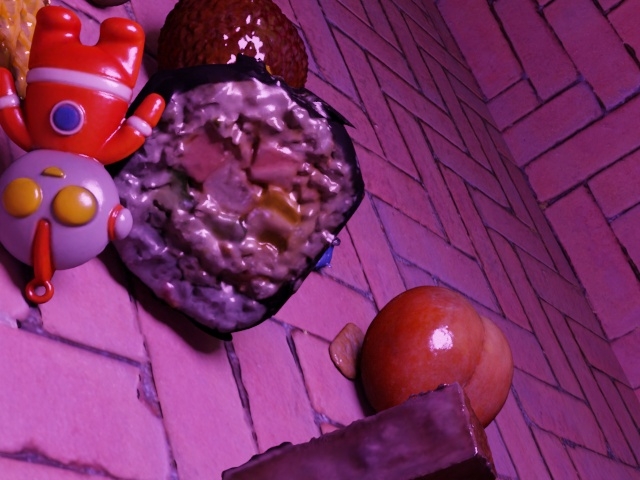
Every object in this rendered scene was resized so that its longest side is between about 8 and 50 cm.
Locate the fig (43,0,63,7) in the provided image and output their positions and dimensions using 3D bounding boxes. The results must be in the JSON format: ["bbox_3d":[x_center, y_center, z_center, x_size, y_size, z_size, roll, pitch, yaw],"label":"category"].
[{"bbox_3d":[-0.398,-0.368,1.531,0.166,0.093,0.093,25,36,-52],"label":"fig"}]

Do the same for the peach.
[{"bbox_3d":[0.179,0.205,1.694,0.252,0.252,0.252,43,25,-26],"label":"peach"}]

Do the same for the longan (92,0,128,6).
[{"bbox_3d":[-0.345,-0.426,1.718,0.113,0.092,0.113,32,8,-5],"label":"longan"}]

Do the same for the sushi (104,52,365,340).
[{"bbox_3d":[-0.128,-0.087,1.416,0.329,0.328,0.285,31,16,-18],"label":"sushi"}]

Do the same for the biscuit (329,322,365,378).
[{"bbox_3d":[0.051,0.179,1.749,0.071,0.018,0.147,53,24,-2],"label":"biscuit"}]

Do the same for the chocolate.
[{"bbox_3d":[0.041,0.279,1.225,0.112,0.321,0.112,51,20,-44],"label":"chocolate"}]

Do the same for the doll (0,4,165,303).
[{"bbox_3d":[-0.290,-0.095,1.204,0.105,0.200,0.336,127,-26,-81],"label":"doll"}]

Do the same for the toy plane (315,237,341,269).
[{"bbox_3d":[0.000,0.000,1.868,0.062,0.054,0.167,24,29,-6],"label":"toy plane"}]

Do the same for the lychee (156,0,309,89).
[{"bbox_3d":[-0.145,-0.292,1.745,0.260,0.261,0.260,43,25,-26],"label":"lychee"}]

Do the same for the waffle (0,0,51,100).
[{"bbox_3d":[-0.397,-0.288,1.310,0.312,0.060,0.307,9,72,-81],"label":"waffle"}]
